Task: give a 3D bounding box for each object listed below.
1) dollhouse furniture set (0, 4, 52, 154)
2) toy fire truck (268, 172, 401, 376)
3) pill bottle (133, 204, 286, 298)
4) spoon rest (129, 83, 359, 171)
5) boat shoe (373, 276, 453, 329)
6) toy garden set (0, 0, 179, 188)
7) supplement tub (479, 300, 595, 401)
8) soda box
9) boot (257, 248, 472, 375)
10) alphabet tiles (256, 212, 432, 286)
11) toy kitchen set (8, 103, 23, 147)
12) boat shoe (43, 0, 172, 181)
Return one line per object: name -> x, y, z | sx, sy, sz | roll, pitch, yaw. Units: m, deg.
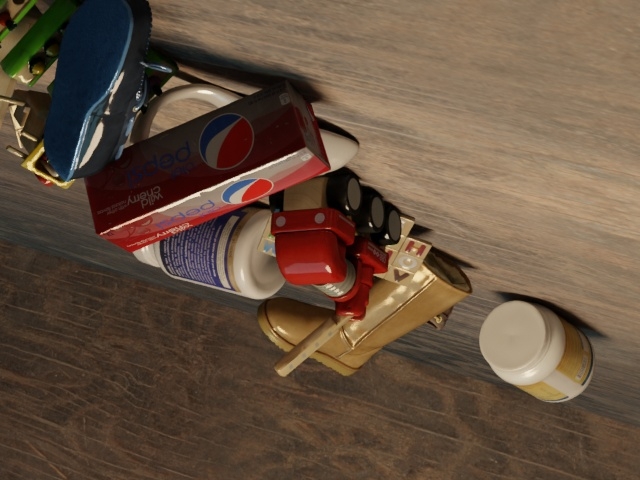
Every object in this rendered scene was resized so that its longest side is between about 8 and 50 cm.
dollhouse furniture set -> -0.444, -0.268, 1.601 | 0.303, 0.174, 0.355 | 9, -152, -37
toy fire truck -> -0.002, 0.054, 1.861 | 0.158, 0.246, 0.217 | -4, 161, 25
pill bottle -> -0.188, 0.003, 2.306 | 0.265, 0.153, 0.153 | 12, 169, 33
spoon rest -> -0.085, -0.133, 1.623 | 0.276, 0.084, 0.137 | 8, 176, -21
boat shoe -> 0.082, 0.054, 2.251 | 0.324, 0.096, 0.116 | 22, 170, -20
toy garden set -> -0.296, -0.159, 1.467 | 0.244, 0.204, 0.049 | 28, -157, -48
supplement tub -> 0.371, 0.189, 2.325 | 0.144, 0.144, 0.200 | 11, 168, 37
soda box -> -0.128, -0.080, 1.513 | 0.263, 0.092, 0.083 | -21, 159, 14
boot -> 0.067, 0.093, 2.169 | 0.236, 0.089, 0.269 | 26, 129, -36
alphabet tiles -> 0.038, -0.001, 2.023 | 0.237, 0.009, 0.198 | 20, 143, -4
toy kitchen set -> -0.432, -0.196, 2.039 | 0.068, 0.075, 0.083 | -16, -144, -12
boat shoe -> -0.222, -0.170, 1.411 | 0.089, 0.109, 0.258 | -18, 158, -37
